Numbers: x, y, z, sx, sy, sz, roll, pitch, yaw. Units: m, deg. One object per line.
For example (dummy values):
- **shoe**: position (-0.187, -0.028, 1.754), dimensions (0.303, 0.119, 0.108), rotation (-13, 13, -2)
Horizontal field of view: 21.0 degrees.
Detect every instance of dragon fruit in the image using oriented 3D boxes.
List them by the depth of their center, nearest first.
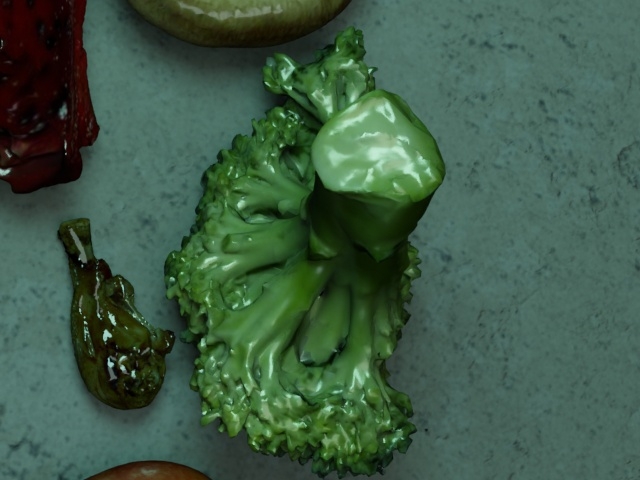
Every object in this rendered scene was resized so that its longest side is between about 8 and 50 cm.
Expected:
- **dragon fruit**: position (-0.319, -0.213, 1.452), dimensions (0.329, 0.286, 0.228), rotation (58, 36, -35)

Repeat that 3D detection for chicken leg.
- **chicken leg**: position (-0.185, 0.063, 1.527), dimensions (0.093, 0.070, 0.178), rotation (-22, 87, 10)

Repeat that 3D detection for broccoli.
- **broccoli**: position (0.009, 0.033, 1.416), dimensions (0.275, 0.397, 0.353), rotation (-20, 107, -14)

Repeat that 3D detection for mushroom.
- **mushroom**: position (-0.072, -0.297, 1.496), dimensions (0.278, 0.146, 0.278), rotation (2, 86, -20)

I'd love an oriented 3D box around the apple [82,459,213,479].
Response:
- **apple**: position (-0.144, 0.296, 1.498), dimensions (0.209, 0.164, 0.209), rotation (-1, 93, -16)
